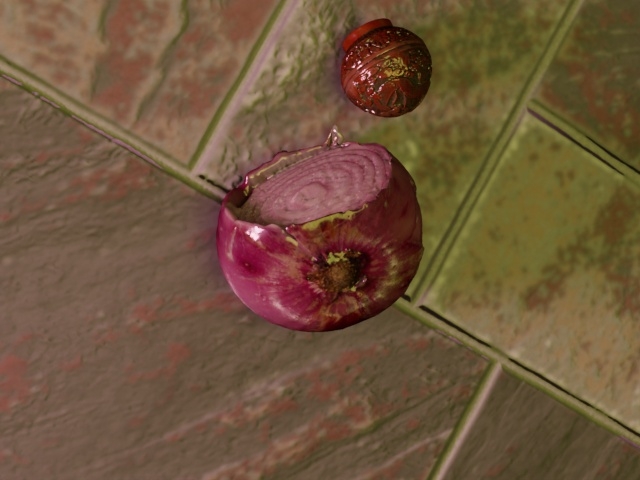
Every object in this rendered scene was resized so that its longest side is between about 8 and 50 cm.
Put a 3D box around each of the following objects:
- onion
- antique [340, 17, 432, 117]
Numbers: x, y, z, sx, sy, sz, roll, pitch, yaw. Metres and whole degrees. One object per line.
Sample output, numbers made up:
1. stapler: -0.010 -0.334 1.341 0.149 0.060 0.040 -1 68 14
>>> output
1. onion: 0.005 0.006 1.410 0.207 0.200 0.201 -31 106 -28
2. antique: 0.070 -0.176 1.449 0.104 0.104 0.104 -3 97 -21
